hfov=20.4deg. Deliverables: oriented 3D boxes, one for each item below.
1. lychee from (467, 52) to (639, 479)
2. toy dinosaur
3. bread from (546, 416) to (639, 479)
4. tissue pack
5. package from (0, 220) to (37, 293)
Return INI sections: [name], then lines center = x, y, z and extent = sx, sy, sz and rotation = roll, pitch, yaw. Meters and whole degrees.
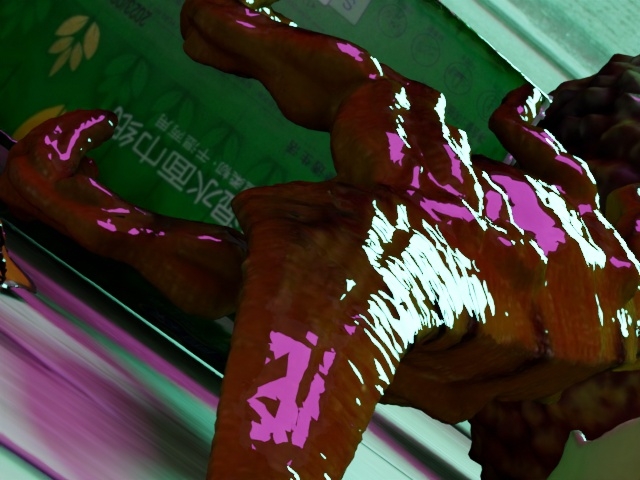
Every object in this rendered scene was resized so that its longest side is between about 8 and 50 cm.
[lychee]
center = 0.292, 0.048, 1.229
extent = 0.424, 0.424, 0.500
rotation = 37, -32, 14
[toy dinosaur]
center = 0.000, 0.000, 0.508
extent = 0.208, 0.097, 0.432
rotation = 33, 21, 23
[bread]
center = 0.158, 0.151, 0.539
extent = 0.211, 0.224, 0.183
rotation = -20, -36, 37
[tissue pack]
center = -0.057, -0.055, 0.673
extent = 0.209, 0.148, 0.156
rotation = 38, -17, -20
[package]
center = -0.112, -0.031, 0.465
extent = 0.110, 0.033, 0.077
rotation = 40, -29, 11
